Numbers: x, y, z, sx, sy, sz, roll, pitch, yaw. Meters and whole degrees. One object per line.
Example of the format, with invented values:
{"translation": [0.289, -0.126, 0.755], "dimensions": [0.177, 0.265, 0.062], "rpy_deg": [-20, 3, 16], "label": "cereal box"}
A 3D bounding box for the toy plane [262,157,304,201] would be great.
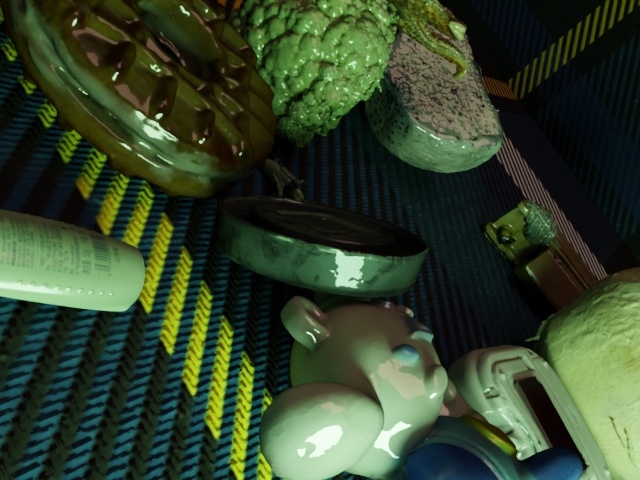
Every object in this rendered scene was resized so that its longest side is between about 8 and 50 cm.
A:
{"translation": [-0.047, -0.079, 0.792], "dimensions": [0.083, 0.033, 0.080], "rpy_deg": [51, 20, 1], "label": "toy plane"}

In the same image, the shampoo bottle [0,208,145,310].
{"translation": [-0.233, 0.010, 0.438], "dimensions": [0.212, 0.049, 0.072], "rpy_deg": [17, 48, -45], "label": "shampoo bottle"}

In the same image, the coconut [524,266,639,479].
{"translation": [0.552, 0.207, 0.960], "dimensions": [0.346, 0.360, 0.346], "rpy_deg": [31, 38, -28], "label": "coconut"}

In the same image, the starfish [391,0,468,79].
{"translation": [0.119, -0.390, 0.903], "dimensions": [0.375, 0.094, 0.327], "rpy_deg": [62, 6, 37], "label": "starfish"}

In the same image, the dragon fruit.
{"translation": [0.184, -0.249, 1.136], "dimensions": [0.221, 0.204, 0.283], "rpy_deg": [-14, 77, -25], "label": "dragon fruit"}

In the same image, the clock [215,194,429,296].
{"translation": [0.000, 0.000, 0.636], "dimensions": [0.225, 0.049, 0.226], "rpy_deg": [11, 14, -3], "label": "clock"}

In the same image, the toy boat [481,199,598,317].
{"translation": [0.522, 0.111, 1.248], "dimensions": [0.445, 0.136, 0.162], "rpy_deg": [52, 36, 0], "label": "toy boat"}

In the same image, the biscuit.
{"translation": [-0.177, -0.197, 0.652], "dimensions": [0.332, 0.103, 0.332], "rpy_deg": [40, 31, -30], "label": "biscuit"}

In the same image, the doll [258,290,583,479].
{"translation": [0.102, 0.179, 0.564], "dimensions": [0.366, 0.187, 0.376], "rpy_deg": [47, 30, -8], "label": "doll"}

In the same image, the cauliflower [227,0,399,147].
{"translation": [-0.006, -0.262, 0.888], "dimensions": [0.272, 0.275, 0.250], "rpy_deg": [42, -13, 29], "label": "cauliflower"}

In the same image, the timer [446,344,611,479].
{"translation": [0.290, 0.267, 0.815], "dimensions": [0.237, 0.087, 0.262], "rpy_deg": [7, 52, -49], "label": "timer"}
